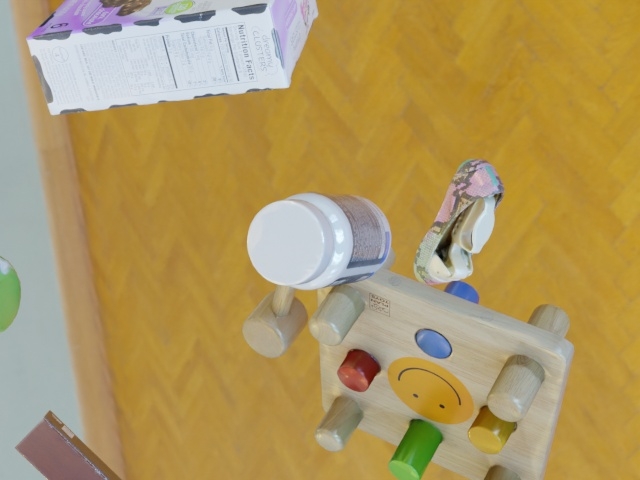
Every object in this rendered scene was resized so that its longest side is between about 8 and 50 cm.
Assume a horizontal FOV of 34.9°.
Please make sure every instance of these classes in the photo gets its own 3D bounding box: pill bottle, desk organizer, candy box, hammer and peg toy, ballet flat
[{"bbox_3d":[0.000,0.000,0.827,0.078,0.137,0.078,1,91,23],"label":"pill bottle"},{"bbox_3d":[-0.297,0.268,1.211,0.130,0.050,0.047,46,176,-5],"label":"desk organizer"},{"bbox_3d":[-0.112,-0.176,0.833,0.196,0.165,0.070,-5,120,12],"label":"candy box"},{"bbox_3d":[0.064,0.120,1.027,0.361,0.127,0.266,22,140,21],"label":"hammer and peg toy"},{"bbox_3d":[0.178,-0.002,1.307,0.079,0.077,0.221,-114,32,-41],"label":"ballet flat"}]

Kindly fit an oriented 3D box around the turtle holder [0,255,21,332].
[{"bbox_3d":[-0.288,0.042,0.480,0.227,0.320,0.243,28,113,14],"label":"turtle holder"}]
